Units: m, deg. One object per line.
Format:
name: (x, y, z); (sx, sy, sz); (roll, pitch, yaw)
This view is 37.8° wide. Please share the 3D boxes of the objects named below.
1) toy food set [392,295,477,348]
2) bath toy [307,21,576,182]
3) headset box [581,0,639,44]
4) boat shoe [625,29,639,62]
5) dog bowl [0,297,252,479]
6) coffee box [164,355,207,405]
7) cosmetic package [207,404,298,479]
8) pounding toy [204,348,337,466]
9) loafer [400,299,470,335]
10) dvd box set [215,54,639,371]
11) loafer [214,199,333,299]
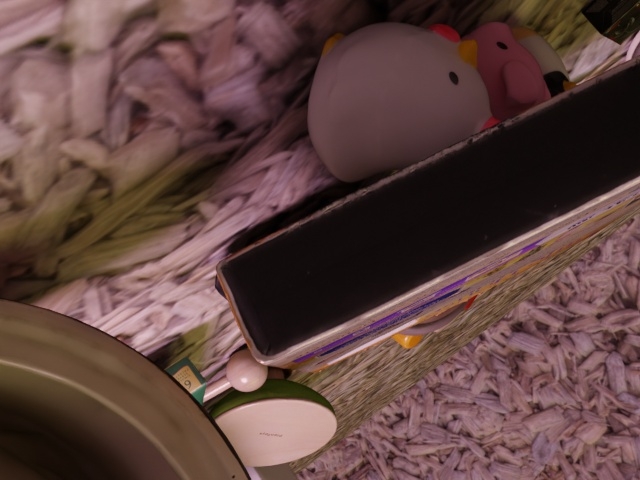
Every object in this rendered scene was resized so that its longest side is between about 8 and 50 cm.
toy food set: (0.164, 0.032, 1.293); (0.232, 0.104, 0.111); (-56, 147, 7)
bath toy: (0.120, -0.096, 0.707); (0.348, 0.129, 0.151); (-5, 112, -63)
headset box: (0.285, -0.217, 0.867); (0.062, 0.032, 0.083); (-43, 161, 25)
boat shoe: (0.413, -0.227, 0.982); (0.112, 0.095, 0.335); (-33, 164, -10)
dog bowl: (-0.229, 0.244, 0.533); (0.408, 0.408, 0.150); (-24, 174, -34)
coffee box: (-0.181, 0.193, 1.004); (0.113, 0.040, 0.184); (-32, 165, -21)
cosmetic package: (-0.157, 0.398, 1.400); (0.224, 0.225, 0.138); (-39, 164, 11)
pounding toy: (-0.090, 0.207, 1.259); (0.183, 0.110, 0.237); (-29, 138, 21)
loafer: (0.168, -0.028, 1.037); (0.366, 0.134, 0.130); (-35, 164, -40)
dvd box set: (0.105, 0.001, 0.660); (0.307, 0.062, 0.420); (-26, 171, 0)
loafer: (0.000, 0.000, 0.863); (0.223, 0.076, 0.078); (-19, 128, -34)
